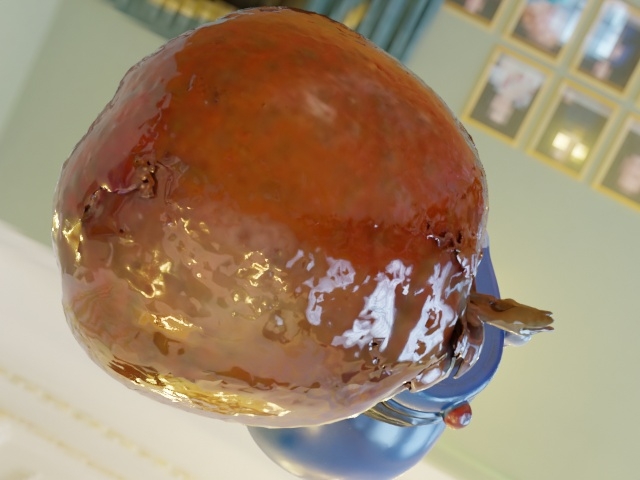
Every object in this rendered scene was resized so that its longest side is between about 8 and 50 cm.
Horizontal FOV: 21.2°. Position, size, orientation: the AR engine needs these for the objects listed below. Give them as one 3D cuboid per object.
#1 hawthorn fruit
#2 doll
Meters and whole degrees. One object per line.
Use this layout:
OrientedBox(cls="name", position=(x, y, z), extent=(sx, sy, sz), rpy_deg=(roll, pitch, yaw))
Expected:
OrientedBox(cls="hawthorn fruit", position=(0.000, 0.000, 1.058), extent=(0.307, 0.276, 0.276), rpy_deg=(21, -168, 9))
OrientedBox(cls="doll", position=(0.044, 0.120, 1.695), extent=(0.284, 0.240, 0.310), rpy_deg=(-1, 165, -29))
